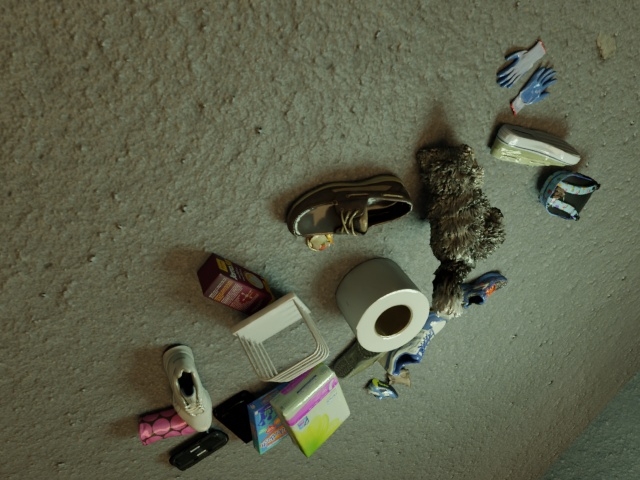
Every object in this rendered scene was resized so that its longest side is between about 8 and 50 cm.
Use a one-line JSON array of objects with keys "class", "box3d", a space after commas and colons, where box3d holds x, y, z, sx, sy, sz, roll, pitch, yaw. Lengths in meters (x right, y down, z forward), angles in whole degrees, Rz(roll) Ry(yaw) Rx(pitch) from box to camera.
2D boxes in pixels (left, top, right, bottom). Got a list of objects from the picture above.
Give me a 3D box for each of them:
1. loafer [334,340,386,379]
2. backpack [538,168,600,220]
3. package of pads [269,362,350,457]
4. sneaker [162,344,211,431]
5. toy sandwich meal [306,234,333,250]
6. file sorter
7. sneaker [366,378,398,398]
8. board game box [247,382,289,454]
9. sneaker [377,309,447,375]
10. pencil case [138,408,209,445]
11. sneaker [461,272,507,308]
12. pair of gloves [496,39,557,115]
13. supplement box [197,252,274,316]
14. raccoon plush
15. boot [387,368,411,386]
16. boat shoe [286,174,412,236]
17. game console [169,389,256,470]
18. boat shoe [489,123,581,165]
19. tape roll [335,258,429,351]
[{"class": "loafer", "box3d": [0.156, 0.388, 1.718, 0.251, 0.094, 0.087, -40, 154, 16]}, {"class": "backpack", "box3d": [0.782, -0.155, 1.605, 0.174, 0.117, 0.158, 8, 118, -29]}, {"class": "package of pads", "box3d": [-0.025, 0.571, 1.701, 0.229, 0.101, 0.296, -38, 133, -24]}, {"class": "sneaker", "box3d": [-0.388, 0.457, 1.454, 0.111, 0.129, 0.296, -22, 116, -16]}, {"class": "toy sandwich meal", "box3d": [0.000, 0.000, 1.414, 0.086, 0.029, 0.085, -12, 125, -17]}, {"class": "file sorter", "box3d": [-0.097, 0.287, 1.396, 0.193, 0.173, 0.277, -30, 162, -2]}, {"class": "sneaker", "box3d": [0.236, 0.575, 1.890, 0.144, 0.053, 0.059, 30, 105, -27]}, {"class": "board game box", "box3d": [-0.162, 0.608, 1.696, 0.160, 0.047, 0.210, -25, 127, -32]}, {"class": "sneaker", "box3d": [0.342, 0.368, 1.750, 0.296, 0.131, 0.112, -38, 127, 1]}, {"class": "pencil case", "box3d": [-0.462, 0.582, 1.560, 0.210, 0.095, 0.098, -6, 137, -18]}, {"class": "sneaker", "box3d": [0.570, 0.187, 1.757, 0.221, 0.087, 0.083, -22, 128, -9]}, {"class": "pair of gloves", "box3d": [0.574, -0.452, 1.376, 0.159, 0.023, 0.198, -41, 129, 6]}, {"class": "supplement box", "box3d": [-0.229, 0.125, 1.348, 0.188, 0.104, 0.080, 31, 105, -36]}, {"class": "raccoon plush", "box3d": [0.366, -0.053, 1.330, 0.216, 0.446, 0.299, -13, 133, 26]}, {"class": "boot", "box3d": [0.301, 0.535, 1.903, 0.087, 0.042, 0.118, -17, 126, -5]}, {"class": "boat shoe", "box3d": [0.086, -0.084, 1.332, 0.356, 0.130, 0.132, -19, 127, -12]}, {"class": "game console", "box3d": [-0.352, 0.663, 1.691, 0.362, 0.044, 0.213, -32, 129, -3]}, {"class": "boat shoe", "box3d": [0.642, -0.271, 1.489, 0.303, 0.109, 0.094, 11, 132, -20]}, {"class": "tape roll", "box3d": [0.191, 0.201, 1.544, 0.246, 0.169, 0.246, -11, 125, -16]}]
